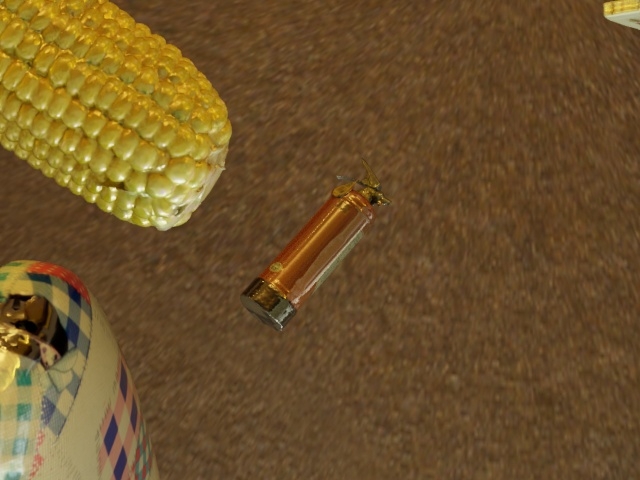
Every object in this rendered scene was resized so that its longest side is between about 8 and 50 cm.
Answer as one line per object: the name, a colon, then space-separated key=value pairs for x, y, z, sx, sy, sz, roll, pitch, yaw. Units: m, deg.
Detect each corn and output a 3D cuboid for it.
corn: x=-0.147 y=-0.096 z=0.665 sx=0.248 sy=0.081 sz=0.081 roll=36 pitch=105 yaw=-2

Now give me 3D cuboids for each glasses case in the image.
glasses case: x=-0.130 y=0.132 z=0.767 sx=0.076 sy=0.125 sz=0.327 roll=13 pitch=148 yaw=10

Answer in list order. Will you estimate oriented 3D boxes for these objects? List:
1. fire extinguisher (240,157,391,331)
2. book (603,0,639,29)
fire extinguisher: x=0.000 y=0.000 z=1.388 sx=0.062 sy=0.050 sz=0.177 roll=31 pitch=71 yaw=32
book: x=0.386 y=-0.199 z=1.335 sx=0.232 sy=0.162 sz=0.022 roll=-1 pitch=83 yaw=48
